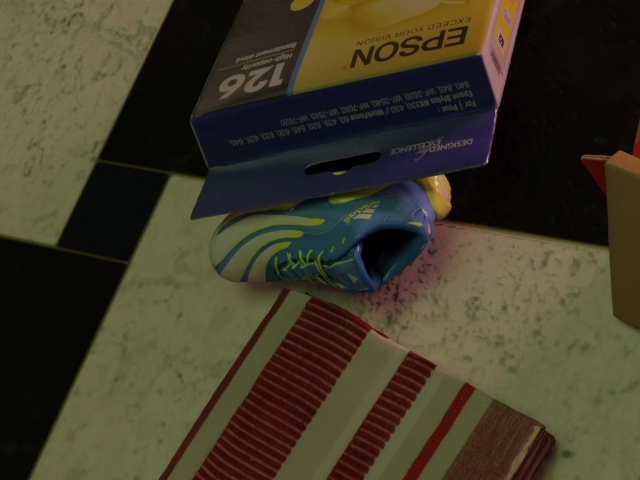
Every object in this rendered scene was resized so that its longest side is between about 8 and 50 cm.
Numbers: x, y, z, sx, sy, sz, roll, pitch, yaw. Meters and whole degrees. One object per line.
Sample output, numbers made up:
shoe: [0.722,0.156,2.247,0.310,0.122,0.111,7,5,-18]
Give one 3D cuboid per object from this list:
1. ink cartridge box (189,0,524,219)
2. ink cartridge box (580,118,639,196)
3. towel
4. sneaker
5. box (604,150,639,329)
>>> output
ink cartridge box: [0.034,-0.166,1.763,0.303,0.072,0.307,-10,37,26]
ink cartridge box: [0.342,-0.065,1.516,0.231,0.134,0.078,2,63,33]
towel: [0.021,0.196,1.630,0.329,0.037,0.237,29,82,42]
sneaker: [0.000,0.000,1.699,0.240,0.091,0.126,-21,26,19]
box: [0.306,0.032,1.469,0.021,0.164,0.201,-33,43,-28]
